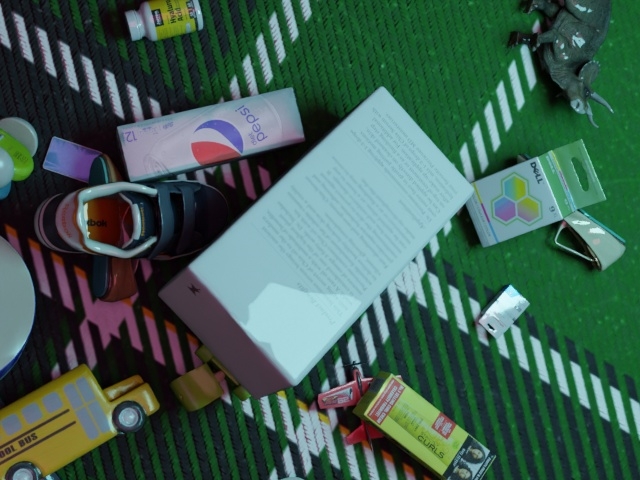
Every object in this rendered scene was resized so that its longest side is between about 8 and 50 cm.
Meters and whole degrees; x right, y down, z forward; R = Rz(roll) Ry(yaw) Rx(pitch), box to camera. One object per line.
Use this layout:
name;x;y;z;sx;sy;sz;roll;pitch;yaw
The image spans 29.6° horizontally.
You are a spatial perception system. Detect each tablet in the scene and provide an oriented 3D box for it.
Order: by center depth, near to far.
tablet;-0.393;-0.127;1.922;0.083;0.006;0.054;18;85;-8

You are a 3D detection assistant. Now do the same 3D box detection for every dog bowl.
dog bowl;-0.560;0.102;1.798;0.264;0.104;0.265;6;73;-19

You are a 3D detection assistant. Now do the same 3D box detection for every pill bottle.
pill bottle;-0.250;-0.353;1.927;0.116;0.065;0.065;-16;91;-10

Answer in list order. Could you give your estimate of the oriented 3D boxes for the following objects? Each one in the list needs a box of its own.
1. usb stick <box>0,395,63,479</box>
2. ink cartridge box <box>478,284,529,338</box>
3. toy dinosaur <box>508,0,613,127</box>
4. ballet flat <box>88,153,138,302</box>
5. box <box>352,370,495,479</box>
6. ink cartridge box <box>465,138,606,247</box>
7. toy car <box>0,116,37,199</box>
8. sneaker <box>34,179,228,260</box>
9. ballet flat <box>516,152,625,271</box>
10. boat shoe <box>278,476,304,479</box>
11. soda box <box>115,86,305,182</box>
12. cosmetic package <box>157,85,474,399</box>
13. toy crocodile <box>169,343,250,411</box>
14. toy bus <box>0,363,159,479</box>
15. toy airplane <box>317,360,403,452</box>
usb stick;-0.464;0.346;1.871;0.077;0.045;0.278;-36;94;-11
ink cartridge box;0.302;0.120;2.025;0.048;0.028;0.083;44;81;-6
toy dinosaur;0.424;-0.358;2.039;0.160;0.121;0.314;20;80;-21
ballet flat;-0.323;-0.020;1.908;0.073;0.080;0.232;0;90;-38
box;0.169;0.312;1.963;0.232;0.058;0.087;40;77;-13
ink cartridge box;0.340;-0.075;1.959;0.062;0.209;0.109;-24;92;-55
toy car;-0.530;-0.129;1.842;0.182;0.159;0.136;30;118;-8
sneaker;-0.257;-0.029;1.829;0.321;0.127;0.126;-8;93;-37
ballet flat;0.403;-0.040;2.027;0.248;0.086;0.086;40;82;-6
boat shoe;-0.112;0.519;1.919;0.319;0.116;0.099;-53;140;-15
soda box;-0.175;-0.163;1.917;0.286;0.098;0.091;-14;90;-11
cosmetic package;0.000;0.000;1.842;0.230;0.161;0.453;48;61;-5
toy crocodile;-0.096;0.142;1.925;0.115;0.105;0.340;45;77;-5
toy bus;-0.414;0.290;1.819;0.332;0.108;0.130;-29;89;-23
toy airplane;0.069;0.270;1.978;0.151;0.028;0.151;1;87;-17
